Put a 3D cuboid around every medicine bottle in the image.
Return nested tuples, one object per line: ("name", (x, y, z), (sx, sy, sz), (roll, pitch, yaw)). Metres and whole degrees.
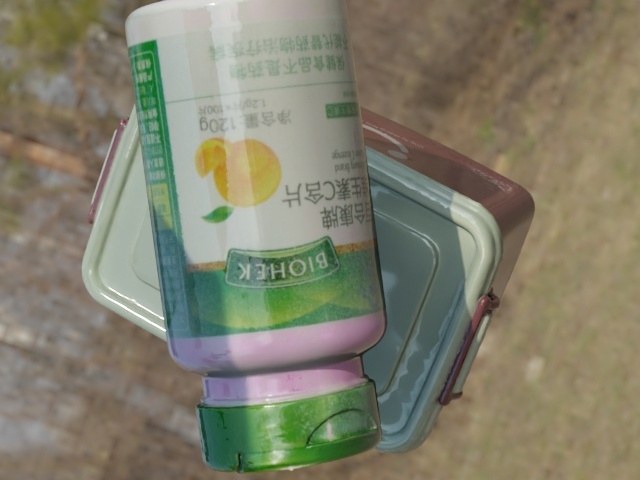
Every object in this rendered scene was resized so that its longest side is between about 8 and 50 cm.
("medicine bottle", (-0.033, -0.006, 1.144), (0.133, 0.133, 0.274), (-143, 45, -86))

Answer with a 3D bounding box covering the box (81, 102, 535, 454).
("box", (0.000, 0.000, 1.383), (0.167, 0.294, 0.193), (-25, -41, -66))
